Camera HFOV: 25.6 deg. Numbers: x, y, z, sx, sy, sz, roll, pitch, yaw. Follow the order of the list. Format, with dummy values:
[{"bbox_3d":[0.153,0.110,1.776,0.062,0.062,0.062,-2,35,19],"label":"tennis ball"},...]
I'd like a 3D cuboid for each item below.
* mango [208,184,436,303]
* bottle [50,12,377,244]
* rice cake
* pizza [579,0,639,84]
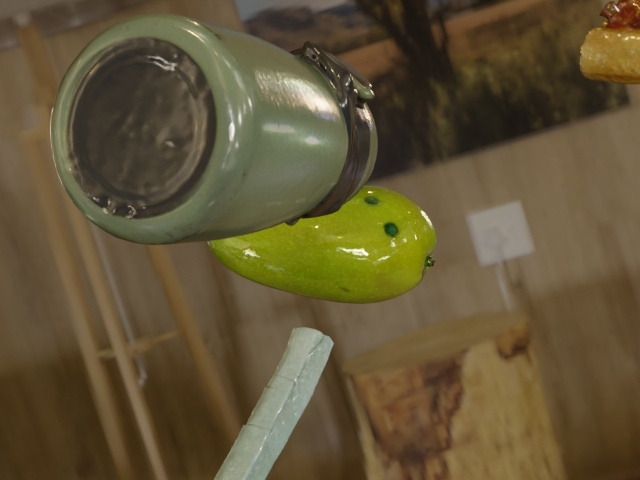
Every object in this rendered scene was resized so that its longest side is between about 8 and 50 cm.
[{"bbox_3d":[0.000,0.000,1.781,0.293,0.143,0.175,5,27,3],"label":"mango"},{"bbox_3d":[-0.061,-0.086,1.139,0.168,0.168,0.347,-15,-3,22],"label":"bottle"},{"bbox_3d":[-0.058,0.199,1.461,0.045,0.042,0.245,9,61,43],"label":"rice cake"},{"bbox_3d":[0.403,-0.275,1.505,0.290,0.081,0.228,-16,48,10],"label":"pizza"}]
